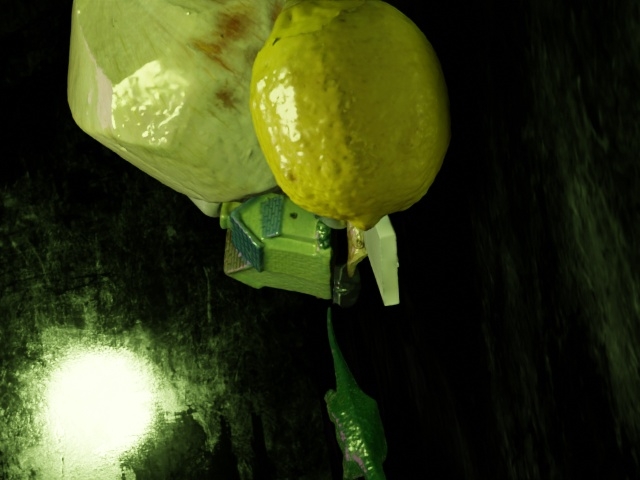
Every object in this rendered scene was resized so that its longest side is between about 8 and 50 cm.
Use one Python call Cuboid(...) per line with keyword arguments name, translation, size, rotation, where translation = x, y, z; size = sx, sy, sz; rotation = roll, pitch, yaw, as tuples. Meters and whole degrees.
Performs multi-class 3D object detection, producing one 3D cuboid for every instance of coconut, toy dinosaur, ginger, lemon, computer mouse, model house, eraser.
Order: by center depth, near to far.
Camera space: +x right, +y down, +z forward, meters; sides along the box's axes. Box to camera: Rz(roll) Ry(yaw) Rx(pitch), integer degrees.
Cuboid(name="lemon", translation=(0.027, -0.113, 1.079), size=(0.180, 0.180, 0.193), rotation=(90, 170, -64))
Cuboid(name="eraser", translation=(0.076, 0.002, 1.599), size=(0.150, 0.023, 0.104), rotation=(-105, 8, -58))
Cuboid(name="coconut", translation=(-0.166, -0.258, 1.702), size=(0.415, 0.344, 0.415), rotation=(40, -147, -34))
Cuboid(name="ginger", translation=(0.055, -0.018, 1.720), size=(0.057, 0.044, 0.137), rotation=(-12, -80, -65))
Cuboid(name="toy dinosaur", translation=(0.063, 0.297, 1.940), size=(0.301, 0.087, 0.447), rotation=(96, 158, -75))
Cuboid(name="computer mouse", translation=(0.043, 0.066, 1.955), size=(0.135, 0.047, 0.079), rotation=(-56, -32, -84))
Cuboid(name="model house", translation=(-0.064, -0.025, 2.018), size=(0.214, 0.189, 0.195), rotation=(86, -174, -67))

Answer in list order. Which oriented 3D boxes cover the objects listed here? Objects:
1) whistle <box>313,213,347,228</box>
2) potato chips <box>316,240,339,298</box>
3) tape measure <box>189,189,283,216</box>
Cuboid(name="whistle", translation=(0.029, -0.096, 1.744), size=(0.057, 0.068, 0.326), rotation=(48, 166, 14))
Cuboid(name="potato chips", translation=(0.000, -0.001, 2.298), size=(0.195, 0.061, 0.208), rotation=(77, -178, -77))
Cuboid(name="tape measure", translation=(-0.107, -0.152, 2.096), size=(0.130, 0.258, 0.265), rotation=(46, 118, 24))
